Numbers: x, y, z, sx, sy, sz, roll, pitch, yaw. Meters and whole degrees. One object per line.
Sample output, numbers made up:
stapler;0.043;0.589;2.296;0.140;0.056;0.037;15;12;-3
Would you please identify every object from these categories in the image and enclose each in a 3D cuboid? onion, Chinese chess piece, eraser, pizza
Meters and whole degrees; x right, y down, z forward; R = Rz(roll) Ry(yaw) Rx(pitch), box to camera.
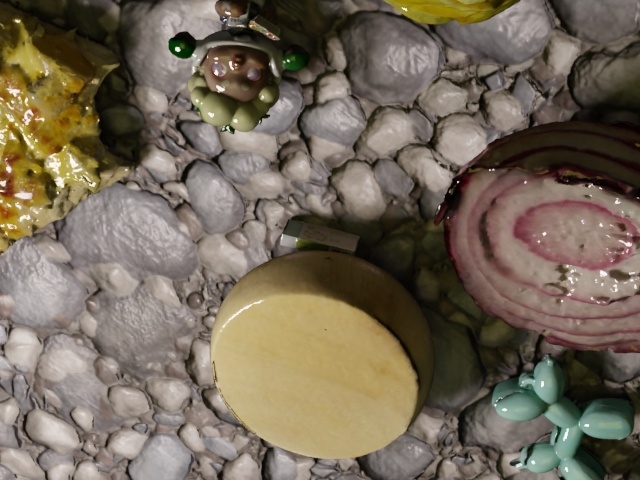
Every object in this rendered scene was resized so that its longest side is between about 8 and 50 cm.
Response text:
onion;0.280;-0.009;1.787;0.314;0.146;0.280;8;141;7
Chinese chess piece;0.002;0.126;1.897;0.251;0.097;0.250;7;126;10
eraser;0.000;0.000;1.890;0.083;0.038;0.019;13;122;5
pizza;-0.322;-0.126;1.867;0.223;0.089;0.323;1;116;14

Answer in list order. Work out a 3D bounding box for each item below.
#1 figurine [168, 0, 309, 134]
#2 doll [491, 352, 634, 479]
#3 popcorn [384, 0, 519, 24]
figurine;-0.083;-0.207;1.774;0.147;0.093;0.197;6;116;-4
doll;0.268;0.203;1.925;0.159;0.059;0.159;15;119;3
popcorn;0.126;-0.296;1.620;0.204;0.221;0.183;8;94;-1
